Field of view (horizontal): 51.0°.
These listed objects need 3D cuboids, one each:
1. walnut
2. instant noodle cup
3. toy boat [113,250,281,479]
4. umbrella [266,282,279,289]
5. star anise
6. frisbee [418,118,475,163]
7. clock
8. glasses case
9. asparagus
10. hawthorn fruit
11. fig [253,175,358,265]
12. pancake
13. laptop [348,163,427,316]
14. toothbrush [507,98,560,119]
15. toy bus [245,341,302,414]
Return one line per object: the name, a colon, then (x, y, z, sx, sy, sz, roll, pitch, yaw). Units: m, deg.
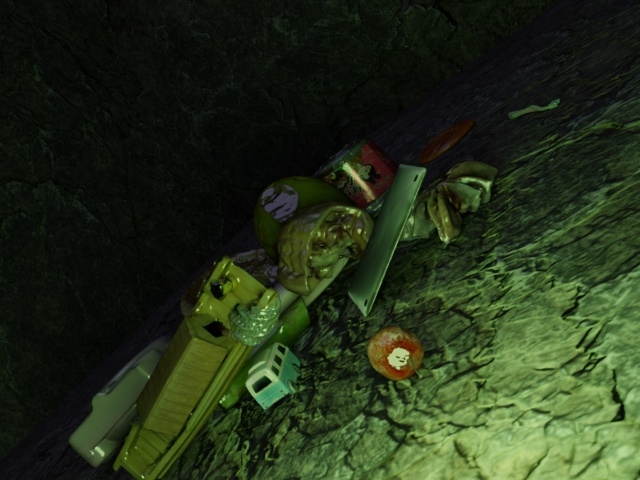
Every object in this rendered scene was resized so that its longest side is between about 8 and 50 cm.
walnut: (0.000, -0.007, 1.383, 0.238, 0.141, 0.204, -29, 32, -4)
instant noodle cup: (0.103, -0.166, 1.822, 0.302, 0.181, 0.258, -44, 9, -24)
toy boat: (-0.211, 0.232, 1.100, 0.445, 0.136, 0.162, -58, -11, 19)
umbrella: (-0.128, 0.158, 1.555, 0.224, 0.071, 0.080, -47, 7, -31)
star anise: (0.221, -0.061, 1.206, 0.229, 0.093, 0.236, -31, 15, 14)
frisbee: (0.347, -0.286, 1.888, 0.192, 0.035, 0.192, -39, 9, 7)
clock: (-0.412, 0.345, 1.551, 0.295, 0.113, 0.322, -48, -1, 11)
glasses case: (-0.050, 0.108, 1.466, 0.297, 0.075, 0.113, -42, 11, -22)
asparagus: (-0.106, 0.212, 1.269, 0.278, 0.060, 0.067, -44, -7, -24)
hawthorn fruit: (0.097, 0.140, 0.809, 0.067, 0.066, 0.103, -41, 12, -9)
fig: (-0.026, -0.050, 1.655, 0.271, 0.239, 0.239, -16, -4, -31)
pancake: (-0.205, 0.113, 1.751, 0.356, 0.065, 0.356, -16, 28, 9)
laptop: (0.113, -0.007, 1.186, 0.187, 0.015, 0.269, -129, 61, -80)
toothbrush: (0.470, -0.291, 1.496, 0.022, 0.017, 0.204, -52, 12, -7)
toy bus: (-0.077, 0.214, 1.085, 0.060, 0.075, 0.123, -37, 10, 15)
